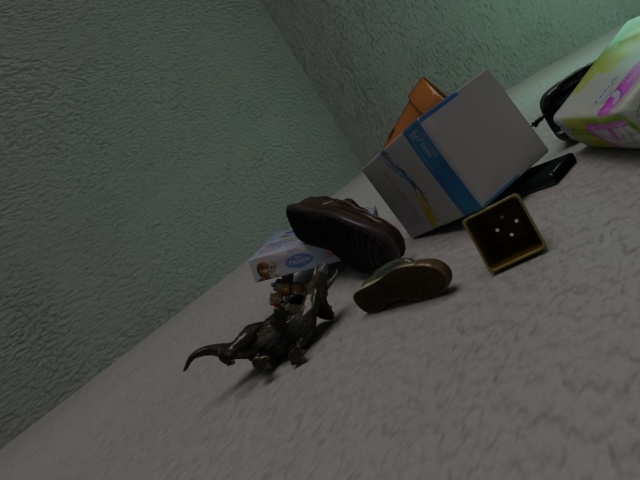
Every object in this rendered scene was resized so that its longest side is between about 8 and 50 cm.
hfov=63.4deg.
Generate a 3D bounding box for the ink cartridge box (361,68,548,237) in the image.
[{"bbox_3d":[0.254,-0.159,1.042,0.198,0.197,0.270,-38,1,-21],"label":"ink cartridge box"}]

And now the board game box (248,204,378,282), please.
[{"bbox_3d":[0.000,0.000,1.383,0.318,0.066,0.318,-15,11,11],"label":"board game box"}]

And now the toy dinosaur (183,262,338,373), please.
[{"bbox_3d":[-0.086,0.171,0.909,0.313,0.121,0.160,-37,-5,7],"label":"toy dinosaur"}]

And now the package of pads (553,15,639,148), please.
[{"bbox_3d":[0.520,-0.258,0.833,0.229,0.101,0.296,-55,2,14],"label":"package of pads"}]

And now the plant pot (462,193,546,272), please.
[{"bbox_3d":[0.257,-0.015,0.719,0.081,0.082,0.083,-29,-4,25],"label":"plant pot"}]

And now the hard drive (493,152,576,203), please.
[{"bbox_3d":[0.396,-0.115,0.969,0.094,0.022,0.135,-38,9,-34],"label":"hard drive"}]

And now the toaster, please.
[{"bbox_3d":[0.556,-0.296,1.078,0.227,0.129,0.146,-31,4,31],"label":"toaster"}]

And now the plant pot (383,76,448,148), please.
[{"bbox_3d":[0.305,-0.255,1.364,0.203,0.291,0.291,-47,2,22],"label":"plant pot"}]

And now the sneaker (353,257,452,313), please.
[{"bbox_3d":[0.135,0.053,0.812,0.192,0.064,0.086,-29,13,49],"label":"sneaker"}]

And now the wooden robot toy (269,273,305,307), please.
[{"bbox_3d":[-0.075,0.126,1.300,0.079,0.076,0.173,4,15,7],"label":"wooden robot toy"}]

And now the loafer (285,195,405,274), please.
[{"bbox_3d":[0.061,-0.042,1.120,0.130,0.134,0.366,-33,33,-22],"label":"loafer"}]
